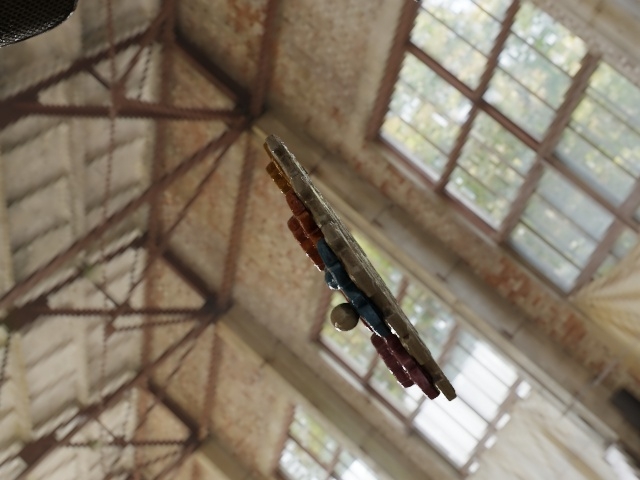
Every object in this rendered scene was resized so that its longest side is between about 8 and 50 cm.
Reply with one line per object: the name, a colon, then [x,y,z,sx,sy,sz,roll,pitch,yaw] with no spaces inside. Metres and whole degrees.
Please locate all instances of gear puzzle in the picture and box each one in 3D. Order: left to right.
gear puzzle: [0.000,0.000,1.078,0.044,0.339,0.175,-36,-56,3]

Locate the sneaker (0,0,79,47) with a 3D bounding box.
sneaker: [-0.213,-0.099,0.662,0.227,0.130,0.087,-11,-35,-40]
